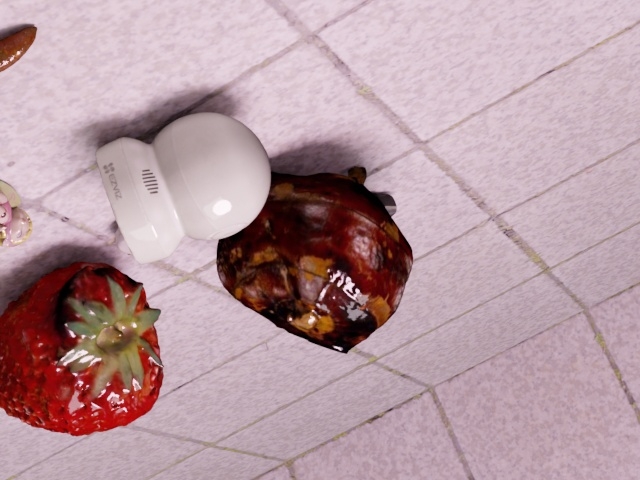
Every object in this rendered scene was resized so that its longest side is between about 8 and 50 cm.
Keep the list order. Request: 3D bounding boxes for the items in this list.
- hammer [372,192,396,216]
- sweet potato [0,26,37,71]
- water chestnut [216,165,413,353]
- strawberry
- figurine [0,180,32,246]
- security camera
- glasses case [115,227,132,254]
[{"bbox_3d":[0.008,0.020,2.456,0.111,0.043,0.365,-5,153,-37],"label":"hammer"},{"bbox_3d":[-0.457,-0.209,1.496,0.255,0.058,0.078,-12,135,-35],"label":"sweet potato"},{"bbox_3d":[0.000,0.000,2.143,0.335,0.347,0.335,19,156,9],"label":"water chestnut"},{"bbox_3d":[-0.410,0.187,2.152,0.291,0.292,0.310,-9,179,-31],"label":"strawberry"},{"bbox_3d":[-0.472,-0.040,1.841,0.083,0.083,0.187,-21,164,-5],"label":"figurine"},{"bbox_3d":[-0.188,-0.087,1.840,0.236,0.194,0.194,-22,157,-3],"label":"security camera"},{"bbox_3d":[-0.233,-0.047,2.054,0.233,0.059,0.092,-34,157,23],"label":"glasses case"}]
